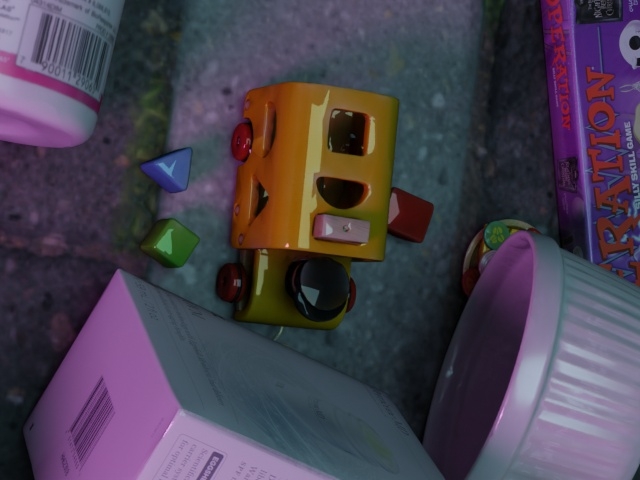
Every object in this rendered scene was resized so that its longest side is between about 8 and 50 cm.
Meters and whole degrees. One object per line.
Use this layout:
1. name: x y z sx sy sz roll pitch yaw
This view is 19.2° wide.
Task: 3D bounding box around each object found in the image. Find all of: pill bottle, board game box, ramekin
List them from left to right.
1. pill bottle: -0.189 -0.213 1.186 0.160 0.160 0.283 16 82 -24
2. ramekin: 0.155 0.106 1.306 0.109 0.207 0.207 19 80 -7
3. board game box: 0.280 -0.042 1.470 0.208 0.056 0.346 -6 92 -21

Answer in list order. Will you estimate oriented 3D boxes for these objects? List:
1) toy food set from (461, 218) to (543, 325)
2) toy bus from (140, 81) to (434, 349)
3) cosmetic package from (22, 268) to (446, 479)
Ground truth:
1. toy food set: 0.142 0.025 1.415 0.083 0.020 0.083 10 85 -25
2. toy bus: -0.004 -0.012 1.300 0.191 0.104 0.202 -43 106 -20
3. cosmetic package: -0.047 0.153 1.194 0.225 0.224 0.138 28 101 -23
